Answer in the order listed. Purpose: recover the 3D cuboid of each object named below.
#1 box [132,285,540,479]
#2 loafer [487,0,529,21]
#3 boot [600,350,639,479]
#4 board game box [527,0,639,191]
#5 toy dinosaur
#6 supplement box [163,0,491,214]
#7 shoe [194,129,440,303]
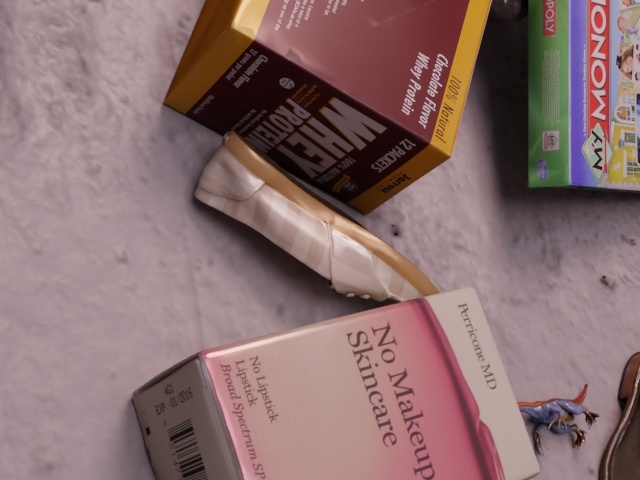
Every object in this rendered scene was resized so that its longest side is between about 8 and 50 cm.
[{"bbox_3d":[0.011,0.135,0.815,0.232,0.127,0.148,-12,77,-34],"label":"box"},{"bbox_3d":[0.138,-0.374,1.057,0.134,0.130,0.365,21,75,-45],"label":"loafer"},{"bbox_3d":[0.302,0.178,0.985,0.082,0.106,0.219,24,60,-21],"label":"boot"},{"bbox_3d":[0.265,-0.202,1.063,0.214,0.046,0.317,0,90,-47],"label":"board game box"},{"bbox_3d":[0.189,0.149,0.984,0.082,0.047,0.090,24,27,-11],"label":"toy dinosaur"},{"bbox_3d":[0.012,-0.161,0.933,0.194,0.129,0.191,28,59,-18],"label":"supplement box"},{"bbox_3d":[0.000,0.000,0.909,0.219,0.076,0.058,36,92,-13],"label":"shoe"}]
